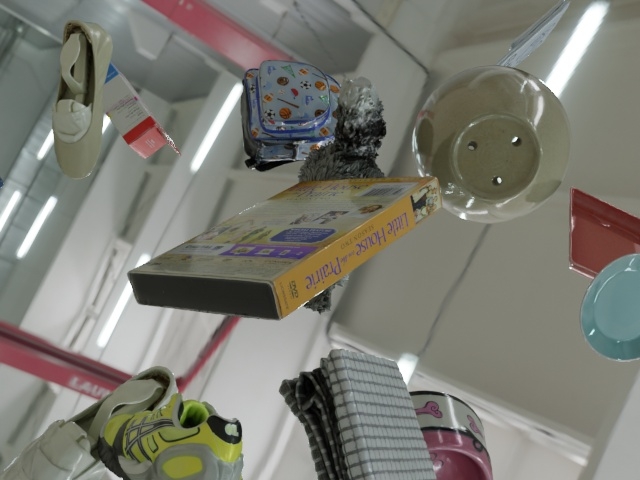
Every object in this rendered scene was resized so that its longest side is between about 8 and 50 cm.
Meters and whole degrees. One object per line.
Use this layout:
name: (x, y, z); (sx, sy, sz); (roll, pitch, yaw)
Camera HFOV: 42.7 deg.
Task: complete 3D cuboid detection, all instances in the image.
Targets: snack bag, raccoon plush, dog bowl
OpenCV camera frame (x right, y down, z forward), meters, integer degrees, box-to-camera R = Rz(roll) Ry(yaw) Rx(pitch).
snack bag: (0.482, -0.464, 2.130); (0.342, 0.037, 0.323); (-42, 176, 2)
raccoon plush: (-0.013, -0.075, 1.628); (0.216, 0.447, 0.299); (13, -132, 25)
dog bowl: (0.212, 0.550, 1.871); (0.408, 0.408, 0.150); (-53, -153, 15)

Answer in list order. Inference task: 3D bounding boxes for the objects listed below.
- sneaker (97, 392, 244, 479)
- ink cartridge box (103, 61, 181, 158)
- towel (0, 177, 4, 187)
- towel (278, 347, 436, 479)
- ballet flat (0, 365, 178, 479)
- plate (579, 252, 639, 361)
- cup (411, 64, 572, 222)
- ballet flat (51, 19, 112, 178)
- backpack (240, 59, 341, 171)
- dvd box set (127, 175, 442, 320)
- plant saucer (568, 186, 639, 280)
sneaker: (-0.207, 0.297, 1.193); (0.384, 0.145, 0.147); (4, -106, 55)
ink cartridge box: (-0.406, -0.265, 1.769); (0.078, 0.231, 0.134); (-37, 173, -1)
towel: (-0.740, -0.156, 1.776); (0.029, 0.119, 0.067); (-17, -156, 24)
towel: (0.064, 0.306, 1.271); (0.121, 0.283, 0.235); (-24, -111, 21)
ballet flat: (-0.392, 0.330, 1.386); (0.139, 0.139, 0.400); (-35, 179, 41)
plate: (0.507, 0.107, 1.342); (0.188, 0.188, 0.024); (-57, -162, 8)
cup: (0.338, -0.178, 1.609); (0.331, 0.331, 0.237); (-54, 179, 14)
ballet flat: (-0.375, -0.221, 1.253); (0.086, 0.086, 0.249); (-12, -108, 56)
backpack: (-0.062, -0.329, 2.082); (0.213, 0.263, 0.277); (128, -40, -62)
dvd box set: (-0.045, -0.003, 1.279); (0.307, 0.062, 0.420); (1, -157, 40)
plant saucer: (0.652, 0.025, 1.807); (0.259, 0.258, 0.048); (-71, -172, -47)
